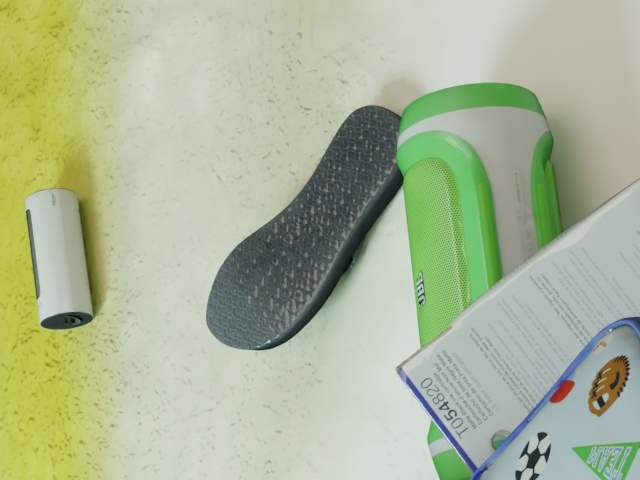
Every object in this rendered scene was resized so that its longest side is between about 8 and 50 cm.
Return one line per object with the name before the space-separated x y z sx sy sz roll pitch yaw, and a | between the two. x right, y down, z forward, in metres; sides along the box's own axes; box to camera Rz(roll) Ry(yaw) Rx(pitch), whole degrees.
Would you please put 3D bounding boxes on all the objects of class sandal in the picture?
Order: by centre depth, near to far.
sandal | 0.001 0.000 1.406 0.254 0.054 0.097 -49 60 11

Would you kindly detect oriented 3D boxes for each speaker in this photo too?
speaker | 0.130 0.037 1.228 0.131 0.131 0.296 -18 69 37
speaker | -0.262 0.020 1.620 0.055 0.055 0.136 -25 66 35

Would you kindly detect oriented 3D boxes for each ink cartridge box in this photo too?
ink cartridge box | 0.204 0.106 1.110 0.224 0.045 0.223 -38 84 9

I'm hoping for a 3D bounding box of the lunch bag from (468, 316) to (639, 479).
lunch bag | 0.176 0.207 0.932 0.243 0.115 0.303 -51 23 23
